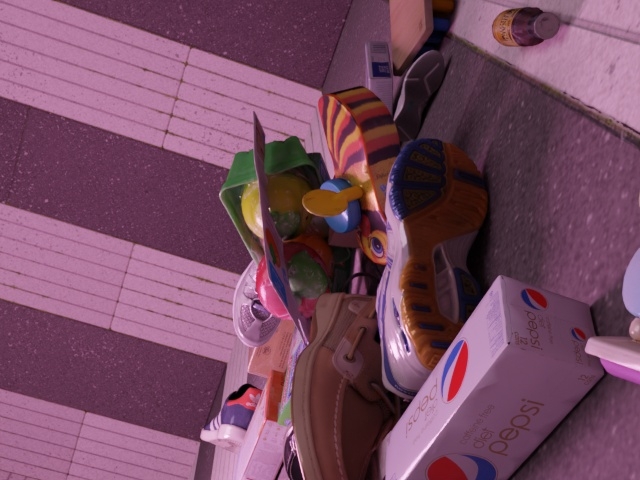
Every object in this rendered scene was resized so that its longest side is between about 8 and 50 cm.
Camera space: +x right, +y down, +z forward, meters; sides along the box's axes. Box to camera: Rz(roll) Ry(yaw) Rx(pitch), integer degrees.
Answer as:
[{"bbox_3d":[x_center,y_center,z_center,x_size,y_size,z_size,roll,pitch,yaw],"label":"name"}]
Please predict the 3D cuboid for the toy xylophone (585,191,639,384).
[{"bbox_3d":[0.225,-0.078,0.338,0.236,0.081,0.322,148,138,-77],"label":"toy xylophone"}]

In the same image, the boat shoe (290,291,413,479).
[{"bbox_3d":[0.042,0.155,0.887,0.341,0.110,0.121,-79,-22,-59],"label":"boat shoe"}]

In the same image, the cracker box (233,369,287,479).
[{"bbox_3d":[-0.106,0.391,1.589,0.155,0.067,0.232,-88,18,-63],"label":"cracker box"}]

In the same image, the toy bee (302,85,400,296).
[{"bbox_3d":[0.088,-0.042,1.017,0.195,0.298,0.162,-41,30,-19],"label":"toy bee"}]

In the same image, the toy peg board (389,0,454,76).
[{"bbox_3d":[0.177,-0.375,1.347,0.161,0.079,0.160,129,141,-70],"label":"toy peg board"}]

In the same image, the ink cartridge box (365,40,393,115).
[{"bbox_3d":[0.102,-0.217,1.457,0.223,0.045,0.223,-87,-3,-60],"label":"ink cartridge box"}]

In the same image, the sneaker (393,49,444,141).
[{"bbox_3d":[0.147,-0.230,1.260,0.061,0.054,0.152,-79,10,-53],"label":"sneaker"}]

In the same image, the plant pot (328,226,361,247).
[{"bbox_3d":[0.077,-0.051,1.195,0.109,0.096,0.109,-84,14,-49],"label":"plant pot"}]

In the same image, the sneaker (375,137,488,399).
[{"bbox_3d":[0.099,0.022,0.852,0.131,0.112,0.296,117,168,-50],"label":"sneaker"}]

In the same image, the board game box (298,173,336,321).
[{"bbox_3d":[0.000,0.000,1.524,0.145,0.027,0.281,-84,15,-61],"label":"board game box"}]

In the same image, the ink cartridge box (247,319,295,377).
[{"bbox_3d":[-0.093,0.173,1.872,0.193,0.088,0.234,-96,24,-73],"label":"ink cartridge box"}]

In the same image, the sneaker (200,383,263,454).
[{"bbox_3d":[-0.183,0.414,1.900,0.148,0.131,0.350,-68,12,-21],"label":"sneaker"}]

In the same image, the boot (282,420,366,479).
[{"bbox_3d":[0.001,0.298,1.024,0.178,0.085,0.236,-85,15,-47],"label":"boot"}]

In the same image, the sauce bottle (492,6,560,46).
[{"bbox_3d":[0.213,-0.222,0.847,0.128,0.042,0.042,-112,40,-78],"label":"sauce bottle"}]

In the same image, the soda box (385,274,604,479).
[{"bbox_3d":[0.121,0.130,0.618,0.069,0.074,0.216,-82,13,-49],"label":"soda box"}]

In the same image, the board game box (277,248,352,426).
[{"bbox_3d":[-0.006,0.155,1.493,0.317,0.046,0.213,-81,11,-45],"label":"board game box"}]

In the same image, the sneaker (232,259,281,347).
[{"bbox_3d":[-0.095,0.069,1.542,0.115,0.105,0.281,-146,73,-82],"label":"sneaker"}]

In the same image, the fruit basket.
[{"bbox_3d":[-0.030,0.023,1.244,0.327,0.166,0.353,67,-176,-46],"label":"fruit basket"}]

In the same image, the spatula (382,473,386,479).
[{"bbox_3d":[0.050,0.310,0.851,0.084,0.030,0.296,-90,18,-61],"label":"spatula"}]
